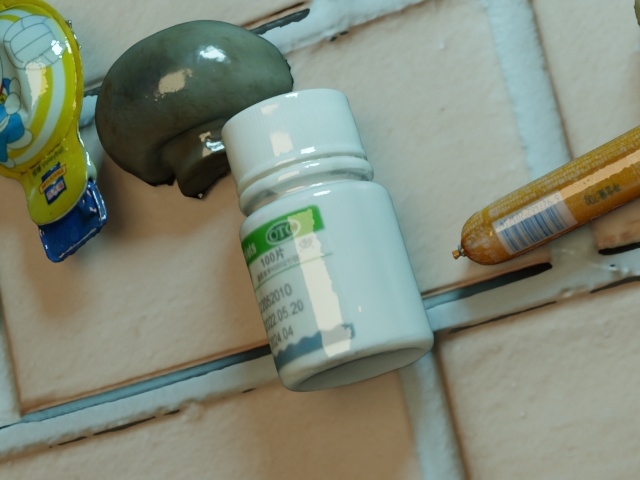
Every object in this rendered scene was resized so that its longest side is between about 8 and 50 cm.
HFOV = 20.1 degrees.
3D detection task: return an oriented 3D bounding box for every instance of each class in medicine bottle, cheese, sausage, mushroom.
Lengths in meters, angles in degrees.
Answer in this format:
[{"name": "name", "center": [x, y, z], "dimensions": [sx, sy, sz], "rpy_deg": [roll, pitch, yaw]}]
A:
[{"name": "medicine bottle", "center": [0.000, 0.000, 1.534], "dimensions": [0.139, 0.139, 0.237], "rpy_deg": [-22, 76, 20]}, {"name": "cheese", "center": [-0.267, -0.113, 1.691], "dimensions": [0.177, 0.069, 0.270], "rpy_deg": [-37, 69, 33]}, {"name": "sausage", "center": [0.259, -0.064, 1.475], "dimensions": [0.348, 0.053, 0.053], "rpy_deg": [-28, 73, 18]}, {"name": "mushroom", "center": [-0.129, -0.127, 1.631], "dimensions": [0.188, 0.117, 0.141], "rpy_deg": [-31, 60, 22]}]

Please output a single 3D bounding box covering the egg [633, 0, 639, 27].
[{"name": "egg", "center": [0.317, -0.201, 1.440], "dimensions": [0.140, 0.118, 0.116], "rpy_deg": [-12, 35, 31]}]
